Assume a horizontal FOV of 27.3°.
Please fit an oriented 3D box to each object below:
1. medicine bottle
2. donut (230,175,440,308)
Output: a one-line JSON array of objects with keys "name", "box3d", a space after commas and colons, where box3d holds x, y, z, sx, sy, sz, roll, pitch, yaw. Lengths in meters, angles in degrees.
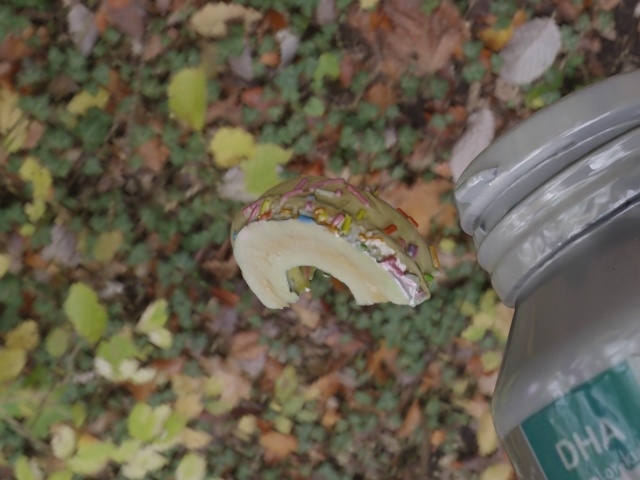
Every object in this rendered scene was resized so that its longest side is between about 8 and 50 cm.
[{"name": "medicine bottle", "box3d": [0.128, 0.057, 0.421, 0.215, 0.135, 0.135, 65, 148, 17]}, {"name": "donut", "box3d": [0.000, -0.003, 0.965, 0.166, 0.065, 0.108, 0, 135, 41]}]
